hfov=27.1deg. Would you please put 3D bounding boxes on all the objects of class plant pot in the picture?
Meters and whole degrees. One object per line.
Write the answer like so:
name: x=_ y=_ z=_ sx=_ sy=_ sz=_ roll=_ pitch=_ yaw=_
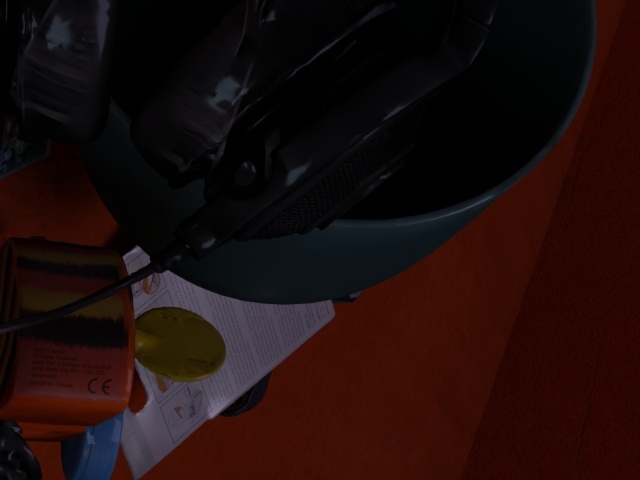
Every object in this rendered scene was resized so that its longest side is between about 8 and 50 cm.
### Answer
plant pot: x=-0.019 y=-0.093 z=0.790 sx=0.293 sy=0.293 sz=0.235 roll=-63 pitch=-179 yaw=-28

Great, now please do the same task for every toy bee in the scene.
toy bee: x=-0.171 y=0.054 z=0.709 sx=0.195 sy=0.298 sz=0.162 roll=18 pitch=58 yaw=-40

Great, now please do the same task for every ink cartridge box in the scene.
ink cartridge box: x=-0.096 y=0.044 z=1.010 sx=0.225 sy=0.056 sz=0.181 roll=-37 pitch=129 yaw=-29

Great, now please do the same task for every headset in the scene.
headset: x=-0.062 y=-0.081 z=0.527 sx=0.185 sy=0.243 sz=0.394 roll=148 pitch=-34 yaw=-77

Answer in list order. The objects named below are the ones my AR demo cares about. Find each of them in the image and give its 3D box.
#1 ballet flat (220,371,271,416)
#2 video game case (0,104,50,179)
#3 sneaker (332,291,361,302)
ballet flat: x=-0.064 y=0.065 z=1.138 sx=0.074 sy=0.074 sz=0.203 roll=-38 pitch=144 yaw=-61
video game case: x=-0.188 y=-0.108 z=0.673 sx=0.173 sy=0.022 sz=0.190 roll=-40 pitch=143 yaw=-59
sneaker: x=0.000 y=0.000 z=1.244 sx=0.223 sy=0.083 sz=0.098 roll=-77 pitch=171 yaw=-84
